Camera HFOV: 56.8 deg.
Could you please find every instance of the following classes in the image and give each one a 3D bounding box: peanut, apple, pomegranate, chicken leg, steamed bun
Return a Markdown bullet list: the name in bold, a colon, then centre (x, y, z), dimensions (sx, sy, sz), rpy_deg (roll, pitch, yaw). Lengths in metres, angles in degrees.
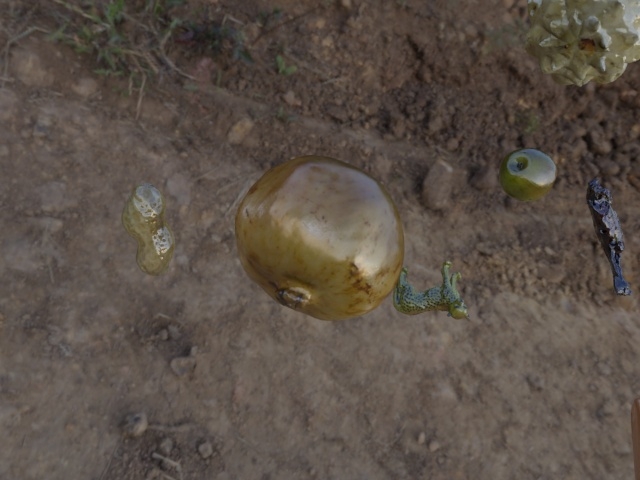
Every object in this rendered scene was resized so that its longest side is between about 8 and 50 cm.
- **peanut**: centre (-0.330, -0.017, 1.138), dimensions (0.089, 0.192, 0.089), rpy_deg (-7, 22, 3)
- **apple**: centre (0.335, -0.108, 0.959), dimensions (0.074, 0.089, 0.089), rpy_deg (34, 17, -48)
- **pomegranate**: centre (0.000, 0.000, 0.832), dimensions (0.248, 0.248, 0.248), rpy_deg (21, 29, -13)
- **chicken leg**: centre (0.612, -0.007, 1.254), dimensions (0.106, 0.051, 0.253), rpy_deg (-13, 87, -60)
- **steamed bun**: centre (0.596, -0.468, 1.364), dimensions (0.295, 0.292, 0.137), rpy_deg (34, 59, 8)

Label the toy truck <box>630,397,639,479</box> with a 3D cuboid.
- **toy truck**: centre (0.274, 0.207, 0.356), dimensions (0.189, 0.264, 0.239), rpy_deg (1, 23, 24)

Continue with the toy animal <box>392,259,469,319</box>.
- **toy animal**: centre (0.217, 0.117, 1.245), dimensions (0.182, 0.073, 0.136), rpy_deg (-7, 47, 17)
